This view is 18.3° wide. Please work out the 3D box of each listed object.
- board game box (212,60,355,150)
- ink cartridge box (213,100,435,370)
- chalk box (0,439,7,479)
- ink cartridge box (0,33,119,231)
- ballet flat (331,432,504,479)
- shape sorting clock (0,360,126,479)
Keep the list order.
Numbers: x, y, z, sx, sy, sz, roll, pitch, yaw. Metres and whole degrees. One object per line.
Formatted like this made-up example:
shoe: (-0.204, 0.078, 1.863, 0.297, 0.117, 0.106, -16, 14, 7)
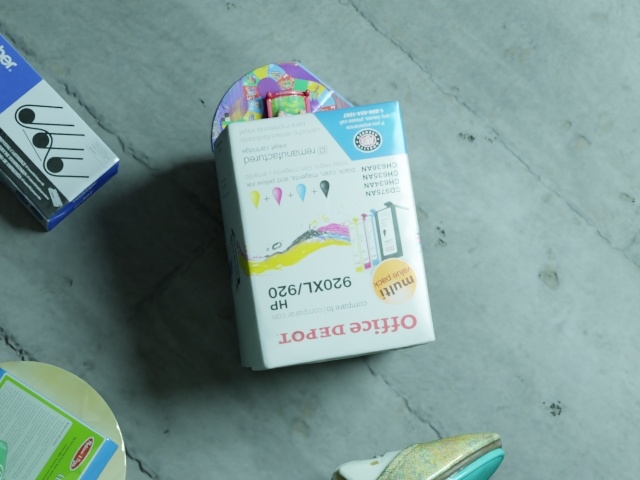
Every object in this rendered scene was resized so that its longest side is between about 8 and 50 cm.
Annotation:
board game box: (-0.024, -0.110, 2.026, 0.168, 0.033, 0.133, 39, 74, 4)
ink cartridge box: (0.000, 0.000, 1.910, 0.171, 0.168, 0.233, -8, 88, -8)
chalk box: (-0.396, 0.242, 1.792, 0.180, 0.179, 0.289, 5, 76, 7)
ink cartridge box: (-0.306, -0.118, 1.987, 0.097, 0.046, 0.207, -42, 84, -16)
ballet flat: (0.026, 0.282, 1.892, 0.123, 0.123, 0.348, 44, 74, 6)
shape sorting clock: (-0.288, 0.218, 1.900, 0.206, 0.040, 0.206, -1, 75, 4)
